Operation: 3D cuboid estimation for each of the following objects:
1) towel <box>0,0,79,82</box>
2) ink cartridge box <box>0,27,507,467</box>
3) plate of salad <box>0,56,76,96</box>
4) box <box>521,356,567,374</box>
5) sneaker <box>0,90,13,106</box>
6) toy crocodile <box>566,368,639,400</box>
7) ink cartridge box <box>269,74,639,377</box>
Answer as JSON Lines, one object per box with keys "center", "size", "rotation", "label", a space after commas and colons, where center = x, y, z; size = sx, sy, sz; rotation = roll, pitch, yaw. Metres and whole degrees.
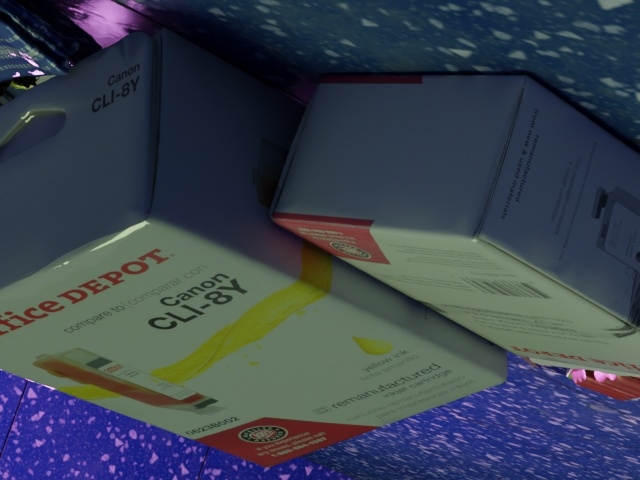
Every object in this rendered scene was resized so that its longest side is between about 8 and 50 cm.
{"center": [-0.361, -0.190, 1.266], "size": [0.336, 0.040, 0.243], "rotation": [32, 158, -32], "label": "towel"}
{"center": [-0.082, 0.024, 1.395], "size": [0.279, 0.160, 0.385], "rotation": [-24, 144, 37], "label": "ink cartridge box"}
{"center": [-0.278, -0.148, 1.435], "size": [0.200, 0.048, 0.200], "rotation": [17, 169, 3], "label": "plate of salad"}
{"center": [0.293, 0.118, 1.820], "size": [0.225, 0.036, 0.136], "rotation": [10, 166, 31], "label": "box"}
{"center": [-0.316, -0.120, 1.600], "size": [0.053, 0.059, 0.144], "rotation": [17, 168, 21], "label": "sneaker"}
{"center": [0.273, 0.092, 1.547], "size": [0.115, 0.105, 0.340], "rotation": [20, 169, -6], "label": "toy crocodile"}
{"center": [0.140, -0.005, 1.261], "size": [0.283, 0.117, 0.207], "rotation": [29, 165, -39], "label": "ink cartridge box"}
